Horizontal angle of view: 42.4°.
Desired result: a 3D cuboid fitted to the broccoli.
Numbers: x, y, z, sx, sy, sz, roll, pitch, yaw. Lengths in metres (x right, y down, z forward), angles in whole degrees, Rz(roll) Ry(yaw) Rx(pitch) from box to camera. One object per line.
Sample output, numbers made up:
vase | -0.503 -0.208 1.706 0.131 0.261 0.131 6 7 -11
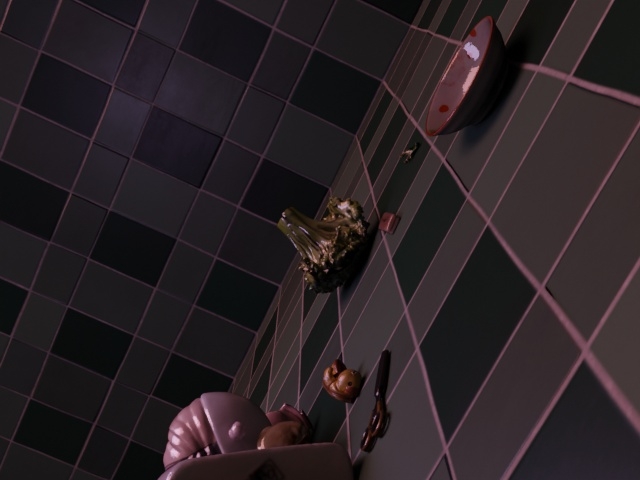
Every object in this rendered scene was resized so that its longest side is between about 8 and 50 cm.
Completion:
broccoli | 0.000 0.000 2.176 0.263 0.243 0.247 -55 -2 28

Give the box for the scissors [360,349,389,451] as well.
scissors | 0.104 0.272 1.461 0.220 0.017 0.088 -75 9 -53

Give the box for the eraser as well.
eraser | -0.128 0.459 1.359 0.331 0.331 0.150 -69 9 -28

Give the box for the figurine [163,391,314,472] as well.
figurine | -0.177 0.419 1.709 0.211 0.253 0.361 -48 -22 8

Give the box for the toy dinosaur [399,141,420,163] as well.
toy dinosaur | 0.235 -0.234 2.171 0.060 0.029 0.119 -49 2 0

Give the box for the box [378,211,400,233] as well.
box | 0.165 -0.043 2.012 0.048 0.025 0.115 -63 7 2

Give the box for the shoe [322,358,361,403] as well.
shoe | 0.039 0.281 1.663 0.109 0.072 0.069 -171 101 -82

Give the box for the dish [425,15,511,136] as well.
dish | 0.309 -0.310 1.651 0.260 0.085 0.260 -62 10 19

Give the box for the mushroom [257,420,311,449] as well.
mushroom | -0.100 0.524 1.495 0.126 0.177 0.397 -21 36 54
